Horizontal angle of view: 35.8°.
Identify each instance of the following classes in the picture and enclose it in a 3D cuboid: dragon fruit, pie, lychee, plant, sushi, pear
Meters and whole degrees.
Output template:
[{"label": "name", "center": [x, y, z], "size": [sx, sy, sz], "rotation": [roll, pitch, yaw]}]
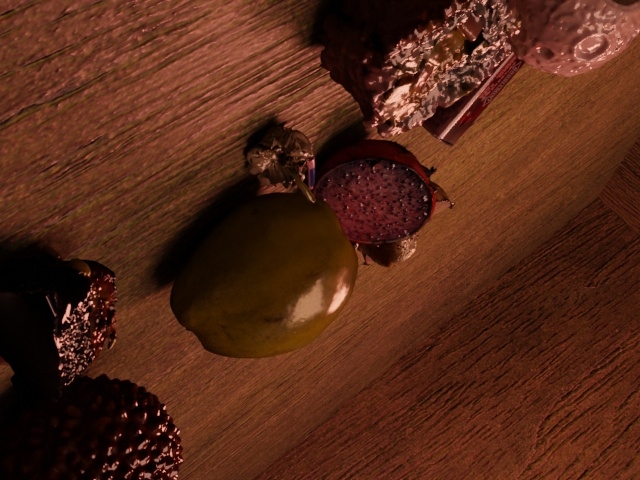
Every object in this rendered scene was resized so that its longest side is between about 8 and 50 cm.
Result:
[{"label": "dragon fruit", "center": [0.092, -0.109, 1.767], "size": [0.224, 0.218, 0.148], "rotation": [-49, -155, 40]}, {"label": "pie", "center": [0.112, -0.035, 1.896], "size": [0.079, 0.193, 0.163], "rotation": [-8, 137, -40]}, {"label": "lychee", "center": [-0.375, 0.374, 1.586], "size": [0.330, 0.306, 0.306], "rotation": [-41, 162, -3]}, {"label": "plant", "center": [-0.051, -0.108, 1.496], "size": [0.104, 0.122, 0.116], "rotation": [-34, 171, 7]}, {"label": "sushi", "center": [-0.336, 0.092, 1.271], "size": [0.150, 0.153, 0.172], "rotation": [-56, 139, -48]}, {"label": "sushi", "center": [0.131, -0.281, 1.373], "size": [0.270, 0.171, 0.236], "rotation": [-39, 150, -1]}, {"label": "pear", "center": [-0.089, 0.061, 1.592], "size": [0.307, 0.253, 0.253], "rotation": [-35, 162, -6]}]

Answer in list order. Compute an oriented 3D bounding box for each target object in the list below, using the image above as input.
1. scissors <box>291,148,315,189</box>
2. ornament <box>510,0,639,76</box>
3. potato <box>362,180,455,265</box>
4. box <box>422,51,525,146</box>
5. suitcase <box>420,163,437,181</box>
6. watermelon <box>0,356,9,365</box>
[{"label": "scissors", "center": [-0.027, -0.122, 1.654], "size": [0.039, 0.012, 0.113], "rotation": [3, 146, -3]}, {"label": "ornament", "center": [0.399, -0.396, 1.608], "size": [0.259, 0.259, 0.225], "rotation": [-32, -176, -33]}, {"label": "potato", "center": [0.148, -0.053, 2.087], "size": [0.243, 0.098, 0.138], "rotation": [-37, 158, 19]}, {"label": "box", "center": [0.294, -0.289, 1.913], "size": [0.224, 0.069, 0.120], "rotation": [-50, 162, 13]}, {"label": "suitcase", "center": [0.164, -0.126, 1.972], "size": [0.126, 0.086, 0.059], "rotation": [-20, 135, -53]}, {"label": "watermelon", "center": [-0.406, 0.133, 1.341], "size": [0.092, 0.072, 0.084], "rotation": [-42, 179, -17]}]
